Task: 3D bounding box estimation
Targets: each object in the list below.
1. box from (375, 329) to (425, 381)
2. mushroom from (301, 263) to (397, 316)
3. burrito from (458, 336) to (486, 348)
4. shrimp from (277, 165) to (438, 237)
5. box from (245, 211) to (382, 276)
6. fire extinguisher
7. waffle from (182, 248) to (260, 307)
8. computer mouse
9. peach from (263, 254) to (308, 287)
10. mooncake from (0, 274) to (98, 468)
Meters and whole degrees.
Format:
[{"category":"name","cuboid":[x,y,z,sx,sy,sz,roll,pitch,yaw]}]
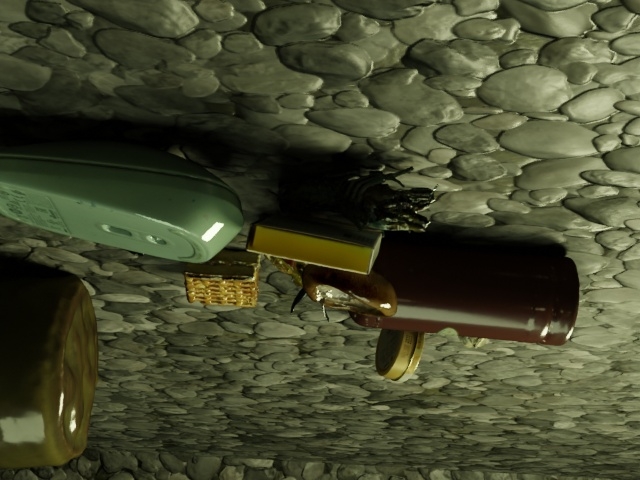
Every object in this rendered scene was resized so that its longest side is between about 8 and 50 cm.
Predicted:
[{"category":"box","cuboid":[0.117,0.156,1.874,0.037,0.105,0.105,16,159,-15]},{"category":"mushroom","cuboid":[0.035,0.052,1.443,0.123,0.052,0.123,20,168,4]},{"category":"burrito","cuboid":[0.228,0.108,1.776,0.058,0.063,0.229,-20,167,-17]},{"category":"shrimp","cuboid":[0.042,-0.051,1.360,0.174,0.082,0.076,8,-156,16]},{"category":"box","cuboid":[0.000,0.000,1.371,0.129,0.033,0.247,11,-175,5]},{"category":"fire extinguisher","cuboid":[0.139,0.066,1.566,0.338,0.114,0.135,7,130,-6]},{"category":"waffle","cuboid":[-0.132,0.052,1.710,0.103,0.042,0.148,3,162,-2]},{"category":"computer mouse","cuboid":[-0.219,-0.056,1.322,0.289,0.097,0.159,14,164,5]},{"category":"peach","cuboid":[-0.033,0.011,1.518,0.098,0.061,0.098,47,173,7]},{"category":"mooncake","cuboid":[-0.406,0.187,1.807,0.156,0.284,0.284,3,162,1]}]
